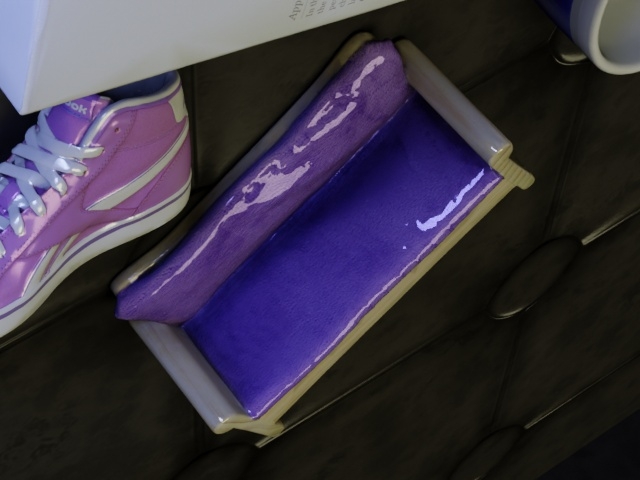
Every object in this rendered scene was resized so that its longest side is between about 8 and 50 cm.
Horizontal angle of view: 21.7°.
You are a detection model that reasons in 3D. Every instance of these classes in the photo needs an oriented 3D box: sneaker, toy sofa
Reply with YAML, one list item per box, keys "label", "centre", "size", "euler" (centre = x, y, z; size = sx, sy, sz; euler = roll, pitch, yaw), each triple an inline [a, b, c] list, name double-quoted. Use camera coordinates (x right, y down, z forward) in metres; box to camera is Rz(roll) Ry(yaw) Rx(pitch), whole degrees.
- label: "sneaker"
  centre: [-0.211, -0.042, 1.200]
  size: [0.282, 0.102, 0.161]
  euler: [-38, 153, -31]
- label: "toy sofa"
  centre: [0.000, 0.000, 1.482]
  size: [0.362, 0.150, 0.177]
  euler: [-45, 155, 9]

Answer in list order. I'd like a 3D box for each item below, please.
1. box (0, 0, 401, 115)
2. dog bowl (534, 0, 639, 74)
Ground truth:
- label: "box"
  centre: [-0.063, -0.239, 0.940]
  size: [0.345, 0.215, 0.168]
  euler: [-21, 148, -34]
- label: "dog bowl"
  centre: [0.313, -0.283, 1.512]
  size: [0.265, 0.104, 0.265]
  euler: [-32, 154, -18]
